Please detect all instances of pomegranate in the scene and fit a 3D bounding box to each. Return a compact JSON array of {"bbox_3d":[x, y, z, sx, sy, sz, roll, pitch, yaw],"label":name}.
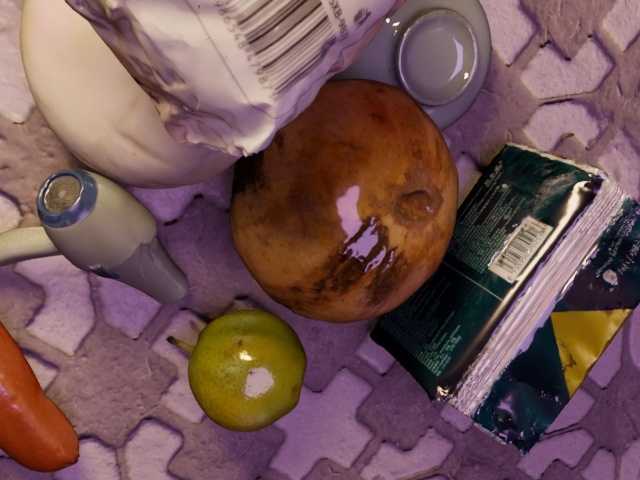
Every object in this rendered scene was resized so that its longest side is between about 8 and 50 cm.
[{"bbox_3d":[0.031,-0.051,1.028,0.322,0.322,0.322,-7,109,-22],"label":"pomegranate"}]

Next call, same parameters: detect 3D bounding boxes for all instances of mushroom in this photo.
[{"bbox_3d":[-0.179,-0.230,0.917,0.356,0.315,0.315,-37,117,3],"label":"mushroom"}]

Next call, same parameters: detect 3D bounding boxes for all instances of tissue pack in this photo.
[{"bbox_3d":[-0.069,-0.297,0.671,0.390,0.195,0.375,-44,132,-16],"label":"tissue pack"},{"bbox_3d":[0.310,0.086,1.248,0.253,0.264,0.416,36,89,-29],"label":"tissue pack"}]

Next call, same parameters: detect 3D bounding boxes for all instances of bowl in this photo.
[{"bbox_3d":[0.139,-0.268,1.131,0.289,0.146,0.289,-7,110,-22],"label":"bowl"}]

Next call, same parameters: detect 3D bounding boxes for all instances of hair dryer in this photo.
[{"bbox_3d":[-0.310,0.025,1.042,0.296,0.298,0.119,31,49,-48],"label":"hair dryer"}]

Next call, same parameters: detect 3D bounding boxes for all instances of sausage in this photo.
[{"bbox_3d":[-0.437,0.188,1.044,0.097,0.094,0.348,-11,117,28],"label":"sausage"}]

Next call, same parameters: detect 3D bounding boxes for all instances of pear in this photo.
[{"bbox_3d":[-0.128,0.182,1.147,0.216,0.180,0.166,18,133,-1],"label":"pear"}]
